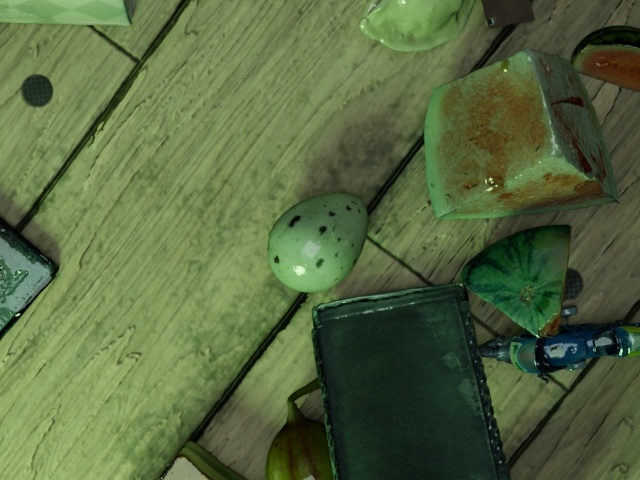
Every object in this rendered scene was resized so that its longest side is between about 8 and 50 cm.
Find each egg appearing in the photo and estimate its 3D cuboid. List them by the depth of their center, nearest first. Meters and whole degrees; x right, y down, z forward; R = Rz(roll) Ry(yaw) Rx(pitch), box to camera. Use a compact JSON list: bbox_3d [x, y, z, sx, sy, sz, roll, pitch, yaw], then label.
[{"bbox_3d":[0.000,0.000,1.483,0.164,0.131,0.131,-39,91,-19],"label":"egg"}]

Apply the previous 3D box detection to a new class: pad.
[{"bbox_3d":[0.245,-0.395,1.463,0.113,0.006,0.188,-19,95,-40],"label":"pad"}]

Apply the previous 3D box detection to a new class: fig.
[{"bbox_3d":[-0.018,0.313,1.488,0.148,0.142,0.186,-24,93,2],"label":"fig"}]

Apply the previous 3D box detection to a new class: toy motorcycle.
[{"bbox_3d":[0.351,0.147,1.464,0.254,0.135,0.092,-8,93,3],"label":"toy motorcycle"}]

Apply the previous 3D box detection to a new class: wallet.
[{"bbox_3d":[0.122,0.236,1.455,0.237,0.075,0.342,-9,64,-3],"label":"wallet"},{"bbox_3d":[-0.588,-0.011,1.541,0.379,0.046,0.191,41,96,-1],"label":"wallet"}]

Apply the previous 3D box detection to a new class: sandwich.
[{"bbox_3d":[-0.191,0.440,1.522,0.186,0.108,0.220,37,93,1],"label":"sandwich"}]

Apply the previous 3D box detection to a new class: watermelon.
[{"bbox_3d":[0.268,-0.134,1.419,0.261,0.201,0.213,-11,84,7],"label":"watermelon"},{"bbox_3d":[0.266,0.040,1.427,0.146,0.231,0.128,8,104,14],"label":"watermelon"},{"bbox_3d":[0.444,-0.263,1.467,0.163,0.069,0.087,16,94,3],"label":"watermelon"}]

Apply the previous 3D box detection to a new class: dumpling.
[{"bbox_3d":[0.152,-0.343,1.463,0.181,0.111,0.155,-34,123,27],"label":"dumpling"}]

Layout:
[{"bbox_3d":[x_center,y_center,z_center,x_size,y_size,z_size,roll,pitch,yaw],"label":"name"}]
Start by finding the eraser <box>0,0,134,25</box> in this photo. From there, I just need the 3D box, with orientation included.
[{"bbox_3d":[-0.470,-0.425,1.491,0.397,0.082,0.213,3,93,2],"label":"eraser"}]
